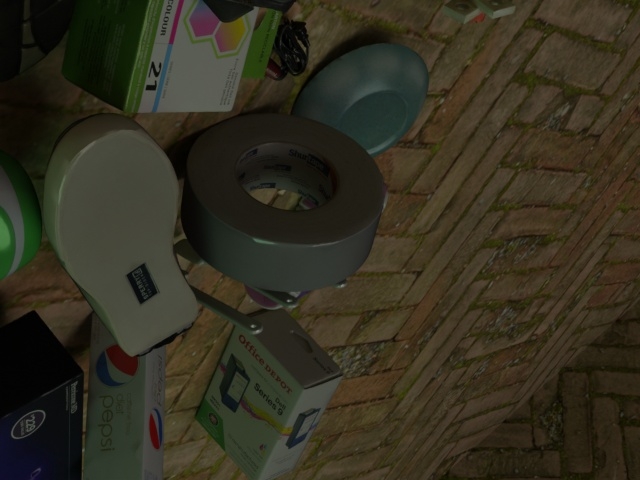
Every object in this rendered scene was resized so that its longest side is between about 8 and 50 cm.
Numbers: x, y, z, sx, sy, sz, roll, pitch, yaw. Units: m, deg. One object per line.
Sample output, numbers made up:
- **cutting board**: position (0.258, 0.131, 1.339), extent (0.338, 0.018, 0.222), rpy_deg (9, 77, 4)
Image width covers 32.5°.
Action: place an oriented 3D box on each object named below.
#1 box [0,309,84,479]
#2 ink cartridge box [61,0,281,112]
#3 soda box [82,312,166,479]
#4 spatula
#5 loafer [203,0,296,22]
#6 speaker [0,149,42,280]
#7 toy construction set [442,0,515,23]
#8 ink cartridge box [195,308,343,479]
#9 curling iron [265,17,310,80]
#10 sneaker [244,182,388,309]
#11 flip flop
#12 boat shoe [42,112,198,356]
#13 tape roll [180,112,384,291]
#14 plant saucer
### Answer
- **box**: position (-0.353, 0.219, 1.162), extent (0.184, 0.103, 0.261), rpy_deg (-32, 154, -32)
- **ink cartridge box**: position (-0.087, -0.218, 0.987), extent (0.255, 0.097, 0.188), rpy_deg (-8, 122, -49)
- **soda box**: position (-0.225, 0.189, 1.270), extent (0.074, 0.216, 0.069), rpy_deg (-7, 154, 10)
- **spatula**: position (-0.094, 0.031, 1.232), extent (0.168, 0.242, 0.019), rpy_deg (-25, 122, -34)
- **loafer**: position (-0.071, -0.203, 0.881), extent (0.170, 0.062, 0.061), rpy_deg (-16, 133, -44)
- **speaker**: position (-0.377, 0.007, 0.876), extent (0.296, 0.131, 0.131), rpy_deg (-20, 143, -44)
- **toy construction set**: position (0.262, -0.391, 1.271), extent (0.215, 0.151, 0.327), rpy_deg (-58, 175, -44)
- **ink cartridge box**: position (-0.078, 0.228, 1.611), extent (0.093, 0.154, 0.212), rpy_deg (-14, 140, -47)
- **curling iron**: position (-0.093, -0.222, 1.102), extent (0.274, 0.035, 0.068), rpy_deg (15, 93, -56)
- **sneaker**: position (0.000, 0.000, 1.497), extent (0.236, 0.095, 0.104), rpy_deg (-45, 161, 5)
- **flip flop**: position (-0.226, -0.234, 0.838), extent (0.112, 0.080, 0.277), rpy_deg (-33, 166, -37)
- **boat shoe**: position (-0.214, -0.029, 1.040), extent (0.127, 0.158, 0.340), rpy_deg (-30, 150, -19)
- **tape roll**: position (-0.042, -0.046, 1.207), extent (0.219, 0.219, 0.072), rpy_deg (-28, 146, -35)
- **plant saucer**: position (0.057, -0.154, 1.355), extent (0.195, 0.037, 0.195), rpy_deg (-20, 143, -16)
